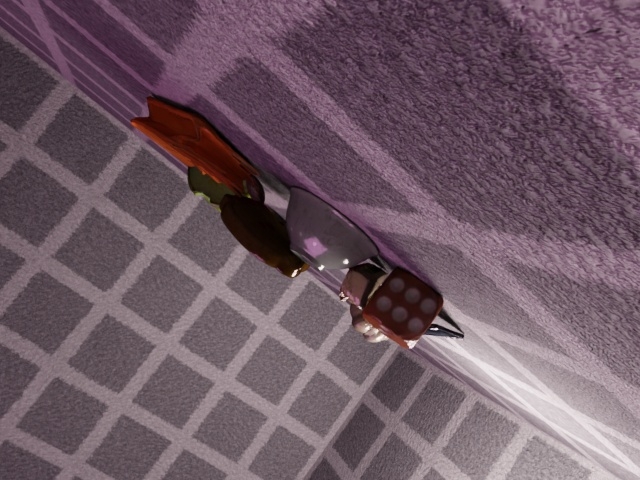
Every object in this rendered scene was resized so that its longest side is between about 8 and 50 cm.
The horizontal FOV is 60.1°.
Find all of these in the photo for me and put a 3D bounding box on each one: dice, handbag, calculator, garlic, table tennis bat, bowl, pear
[{"bbox_3d":[0.231,0.194,1.564,0.175,0.174,0.179,38,174,6],"label":"dice"},{"bbox_3d":[-0.398,-0.300,1.732,0.410,0.116,0.303,30,173,47],"label":"handbag"},{"bbox_3d":[0.343,0.284,1.762,0.161,0.021,0.262,1,165,33],"label":"calculator"},{"bbox_3d":[0.218,0.284,2.175,0.152,0.227,0.228,-29,123,34],"label":"garlic"},{"bbox_3d":[-0.184,-0.172,1.901,0.107,0.119,0.170,51,149,23],"label":"table tennis bat"},{"bbox_3d":[0.000,0.000,1.564,0.313,0.146,0.313,35,173,5],"label":"bowl"},{"bbox_3d":[-0.371,-0.193,2.100,0.292,0.159,0.292,36,176,3],"label":"pear"}]

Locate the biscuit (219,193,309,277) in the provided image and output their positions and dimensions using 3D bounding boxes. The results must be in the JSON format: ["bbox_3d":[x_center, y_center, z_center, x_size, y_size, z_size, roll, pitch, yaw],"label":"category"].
[{"bbox_3d":[-0.151,-0.019,1.711,0.359,0.074,0.381,47,-162,22],"label":"biscuit"}]

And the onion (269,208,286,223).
[{"bbox_3d":[-0.202,-0.020,2.337,0.201,0.200,0.207,38,159,-7],"label":"onion"}]

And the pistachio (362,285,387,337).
[{"bbox_3d":[0.249,0.264,2.021,0.229,0.157,0.157,43,174,12],"label":"pistachio"}]

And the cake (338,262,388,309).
[{"bbox_3d":[0.126,0.138,1.674,0.086,0.116,0.220,28,-170,16],"label":"cake"}]
